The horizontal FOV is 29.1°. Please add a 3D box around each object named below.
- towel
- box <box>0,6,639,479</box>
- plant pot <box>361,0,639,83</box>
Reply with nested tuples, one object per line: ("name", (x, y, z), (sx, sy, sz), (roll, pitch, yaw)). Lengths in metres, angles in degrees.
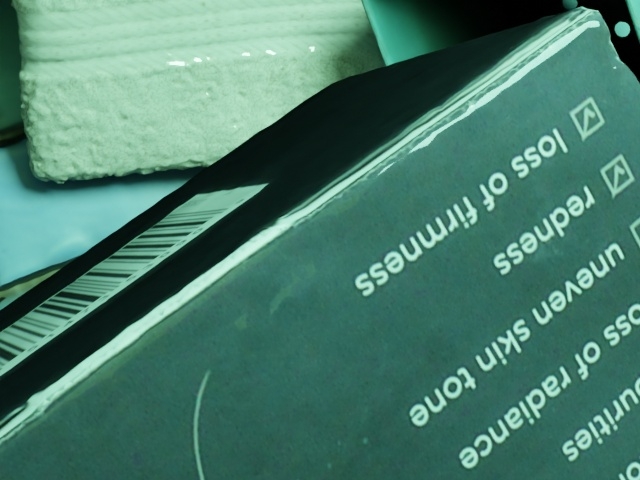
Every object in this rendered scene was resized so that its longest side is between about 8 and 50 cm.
("towel", (-0.067, -0.139, 0.846), (0.282, 0.049, 0.187), (-8, 115, -15))
("box", (0.008, 0.218, 0.632), (0.480, 0.297, 0.471), (-36, 103, -19))
("plant pot", (0.171, -0.151, 0.859), (0.234, 0.165, 0.165), (-42, 114, -54))
